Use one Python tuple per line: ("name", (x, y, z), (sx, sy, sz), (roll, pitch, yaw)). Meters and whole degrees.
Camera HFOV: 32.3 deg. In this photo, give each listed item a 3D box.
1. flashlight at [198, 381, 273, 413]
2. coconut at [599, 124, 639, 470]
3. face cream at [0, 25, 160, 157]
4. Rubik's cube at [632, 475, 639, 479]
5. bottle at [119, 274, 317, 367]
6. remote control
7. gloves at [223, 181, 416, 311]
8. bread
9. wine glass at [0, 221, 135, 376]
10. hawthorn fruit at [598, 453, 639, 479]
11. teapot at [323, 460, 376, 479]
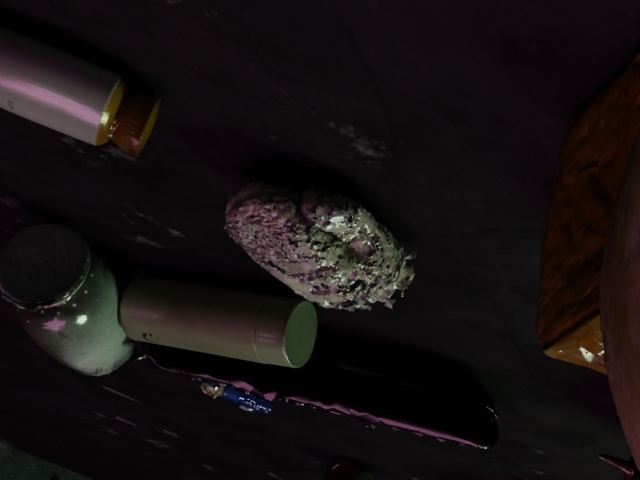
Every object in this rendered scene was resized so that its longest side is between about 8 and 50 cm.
("flashlight", (-0.119, 0.205, 1.483), (0.121, 0.035, 0.057), (29, 155, -23))
("coconut", (0.246, 0.000, 0.367), (0.323, 0.323, 0.323), (16, 158, 7))
("face cream", (-0.205, -0.114, 0.783), (0.182, 0.051, 0.072), (22, 157, -6))
("Rubik's cube", (0.367, 0.208, 0.686), (0.238, 0.237, 0.237), (-8, 154, -22))
("bottle", (-0.106, 0.082, 1.136), (0.201, 0.072, 0.072), (7, 155, 28))
("remote control", (0.000, 0.155, 1.207), (0.399, 0.062, 0.144), (12, 176, 12))
("gloves", (-0.002, 0.004, 0.868), (0.114, 0.070, 0.153), (-5, 146, 45))
("bread", (0.205, -0.003, 0.596), (0.149, 0.143, 0.158), (17, 159, -14))
("wine glass", (-0.263, 0.067, 1.173), (0.111, 0.111, 0.204), (12, 155, 16))
("hawthorn fruit", (0.370, 0.267, 1.067), (0.251, 0.189, 0.189), (38, 156, -2))
("teapot", (0.049, 0.383, 1.724), (0.068, 0.076, 0.121), (26, -174, -39))
